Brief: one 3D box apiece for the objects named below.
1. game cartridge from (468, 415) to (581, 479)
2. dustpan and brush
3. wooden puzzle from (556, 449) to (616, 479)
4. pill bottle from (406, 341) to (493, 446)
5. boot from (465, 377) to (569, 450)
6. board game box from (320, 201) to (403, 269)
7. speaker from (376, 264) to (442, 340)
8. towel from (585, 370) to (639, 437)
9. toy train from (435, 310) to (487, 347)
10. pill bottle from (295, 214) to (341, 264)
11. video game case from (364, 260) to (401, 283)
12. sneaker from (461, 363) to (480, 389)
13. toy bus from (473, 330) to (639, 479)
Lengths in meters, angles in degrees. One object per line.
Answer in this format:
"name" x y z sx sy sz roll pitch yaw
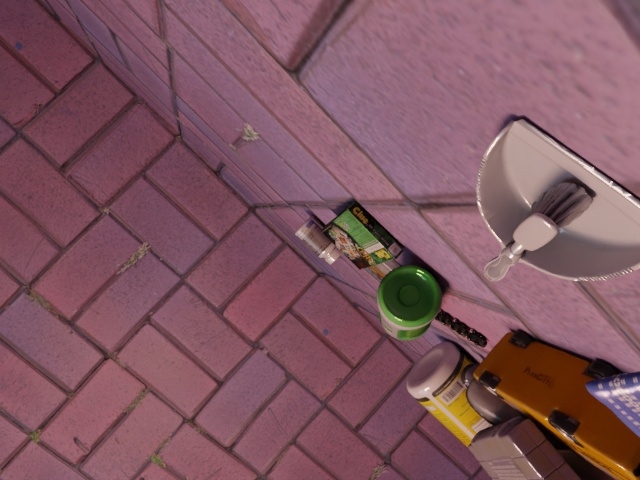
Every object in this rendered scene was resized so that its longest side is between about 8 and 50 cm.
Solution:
"game cartridge" 0.364 0.414 0.890 0.230 0.068 0.355 57 171 22
"dustpan and brush" 0.191 -0.004 0.483 0.147 0.060 0.211 41 173 14
"wooden puzzle" 0.534 0.464 0.851 0.348 0.080 0.322 29 161 9
"pill bottle" 0.418 0.459 1.483 0.334 0.188 0.188 44 173 -4
"boot" 0.423 0.316 0.969 0.338 0.118 0.222 22 160 31
"board game box" 0.080 -0.002 1.129 0.136 0.030 0.260 48 166 -3
"speaker" 0.183 0.138 1.114 0.131 0.131 0.296 41 173 16
"towel" 0.343 0.149 0.272 0.243 0.040 0.336 44 156 1
"toy train" 0.310 0.196 1.181 0.036 0.027 0.158 35 178 -34
"pill bottle" 0.000 0.000 1.523 0.137 0.078 0.078 44 173 -2
"video game case" 0.131 0.053 1.325 0.204 0.025 0.285 41 173 16
"sneaker" 0.453 0.374 1.300 0.224 0.083 0.098 33 165 -13
"toy bus" 0.366 0.236 0.767 0.130 0.108 0.333 42 173 -12
